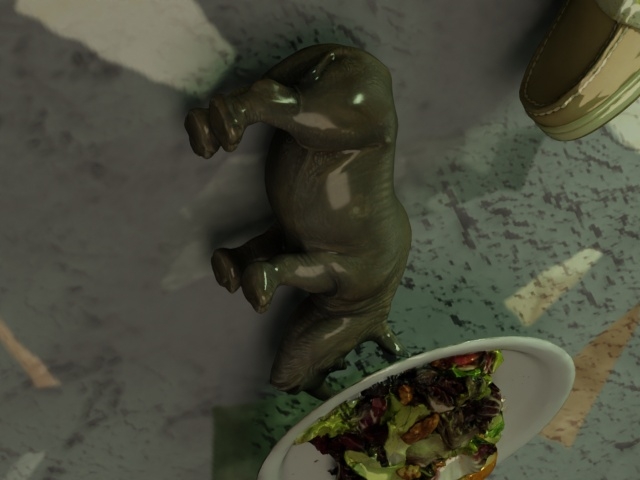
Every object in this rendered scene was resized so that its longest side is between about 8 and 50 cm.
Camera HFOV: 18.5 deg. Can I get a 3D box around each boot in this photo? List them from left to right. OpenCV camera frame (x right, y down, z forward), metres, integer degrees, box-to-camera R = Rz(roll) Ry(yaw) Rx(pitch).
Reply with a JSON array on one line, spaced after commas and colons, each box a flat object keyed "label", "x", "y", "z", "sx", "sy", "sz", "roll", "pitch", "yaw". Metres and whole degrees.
[{"label": "boot", "x": 0.130, "y": -0.168, "z": 0.981, "sx": 0.165, "sy": 0.077, "sz": 0.213, "roll": 27, "pitch": 102, "yaw": -34}]

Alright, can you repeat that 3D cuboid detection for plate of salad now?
[{"label": "plate of salad", "x": 0.059, "y": 0.120, "z": 1.135, "sx": 0.200, "sy": 0.048, "sz": 0.200, "roll": -17, "pitch": 150, "yaw": -10}]

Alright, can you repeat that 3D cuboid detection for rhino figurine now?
[{"label": "rhino figurine", "x": 0.000, "y": 0.000, "z": 1.047, "sx": 0.106, "sy": 0.073, "sz": 0.243, "roll": -24, "pitch": 132, "yaw": -18}]
